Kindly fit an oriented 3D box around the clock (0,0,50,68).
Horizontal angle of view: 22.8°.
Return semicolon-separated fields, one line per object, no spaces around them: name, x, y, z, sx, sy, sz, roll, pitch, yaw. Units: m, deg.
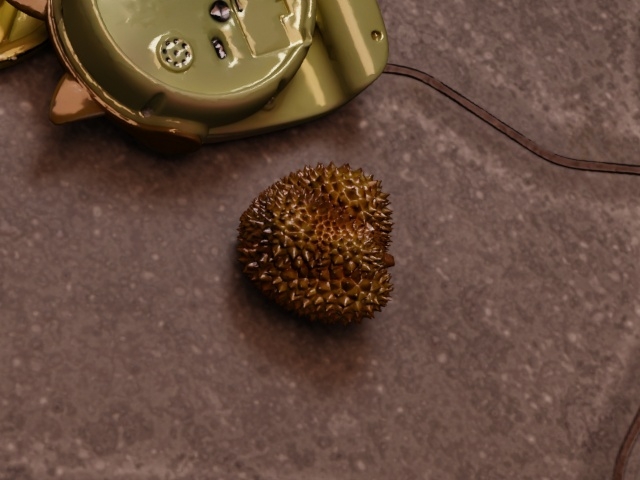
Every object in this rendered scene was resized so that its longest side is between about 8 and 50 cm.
clock;-0.363;-0.305;1.588;0.277;0.071;0.293;25;73;-13

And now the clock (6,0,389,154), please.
clock;-0.126;-0.233;1.561;0.348;0.117;0.286;-21;87;-25

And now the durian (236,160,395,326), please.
durian;0.000;0.000;1.532;0.168;0.137;0.158;16;47;8
